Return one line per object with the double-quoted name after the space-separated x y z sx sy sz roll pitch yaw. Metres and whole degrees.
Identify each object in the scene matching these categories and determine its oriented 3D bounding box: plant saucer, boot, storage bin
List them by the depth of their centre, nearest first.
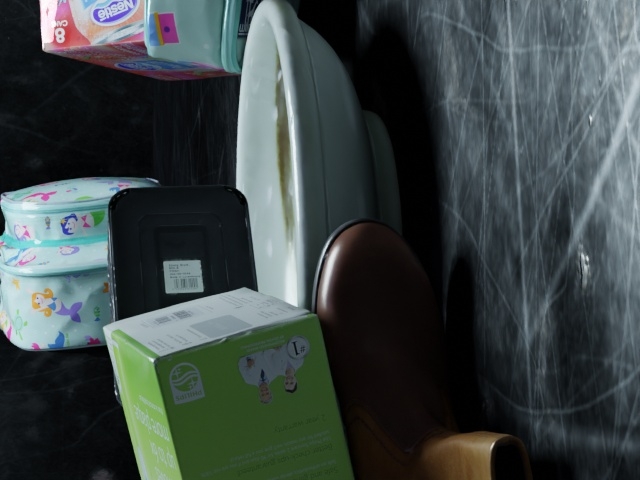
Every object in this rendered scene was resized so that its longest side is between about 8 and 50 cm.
0.065 0.119 1.150 0.280 0.096 0.264 -171 80 -80 "boot"
0.000 0.000 1.514 0.400 0.100 0.400 178 90 -82 "plant saucer"
-0.119 0.049 1.564 0.084 0.122 0.180 101 164 -54 "storage bin"

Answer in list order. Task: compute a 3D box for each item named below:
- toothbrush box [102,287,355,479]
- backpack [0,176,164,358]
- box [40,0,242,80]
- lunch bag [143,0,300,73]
-0.051 0.190 1.293 0.206 0.122 0.283 -164 59 -73 "toothbrush box"
-0.241 0.030 1.944 0.253 0.225 0.191 -134 39 -71 "backpack"
-0.164 -0.257 1.940 0.300 0.154 0.142 4 -96 -70 "box"
-0.079 -0.281 1.698 0.279 0.108 0.224 -53 -26 -72 "lunch bag"
